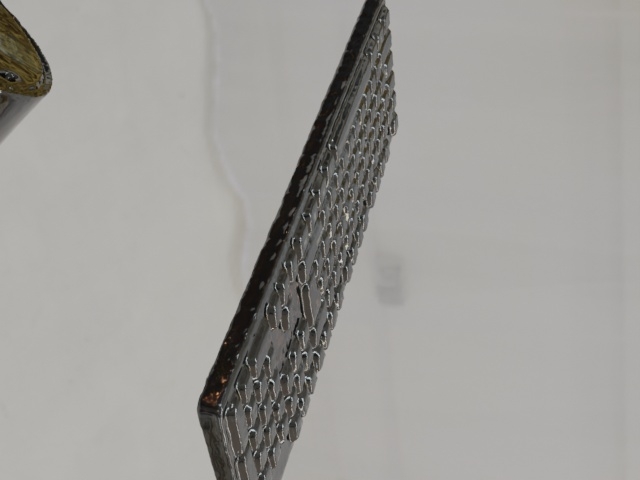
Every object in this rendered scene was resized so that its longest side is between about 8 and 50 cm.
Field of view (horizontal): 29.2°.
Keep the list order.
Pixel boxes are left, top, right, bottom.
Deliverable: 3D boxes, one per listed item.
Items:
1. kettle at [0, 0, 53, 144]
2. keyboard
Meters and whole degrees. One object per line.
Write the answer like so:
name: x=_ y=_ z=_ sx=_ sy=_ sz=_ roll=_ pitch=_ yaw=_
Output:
kettle: x=-0.343 y=-0.045 z=0.687 sx=0.308 sy=0.203 sz=0.262 roll=-47 pitch=156 yaw=12
keyboard: x=0.000 y=0.000 z=0.592 sx=0.310 sy=0.018 sz=0.101 roll=-70 pitch=160 yaw=-47
